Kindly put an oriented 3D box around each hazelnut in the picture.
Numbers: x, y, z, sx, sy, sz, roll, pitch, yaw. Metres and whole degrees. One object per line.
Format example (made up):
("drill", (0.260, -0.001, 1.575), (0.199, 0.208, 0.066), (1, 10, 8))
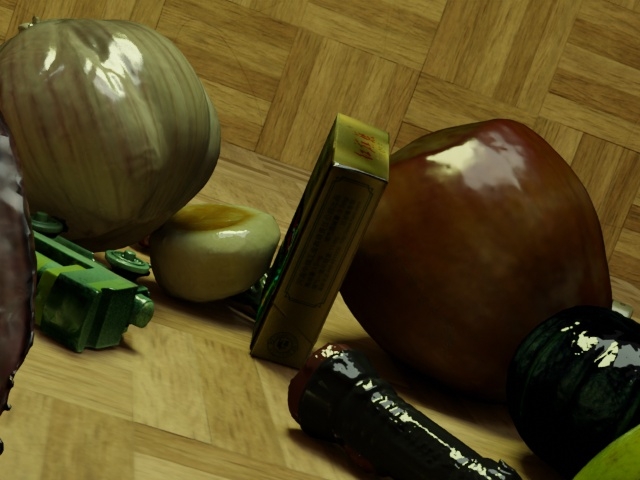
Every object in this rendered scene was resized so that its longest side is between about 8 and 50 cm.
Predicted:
("hazelnut", (0.186, 0.029, 1.622), (0.366, 0.366, 0.366), (20, 8, -3))

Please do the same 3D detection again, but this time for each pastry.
("pastry", (-0.122, 0.012, 1.552), (0.156, 0.092, 0.156), (-8, 24, 4))

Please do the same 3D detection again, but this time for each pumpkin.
("pumpkin", (0.325, 0.146, 1.373), (0.248, 0.248, 0.248), (20, 8, -3))

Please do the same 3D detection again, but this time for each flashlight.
("flashlight", (0.071, 0.177, 1.153), (0.093, 0.093, 0.232), (11, 18, -48))

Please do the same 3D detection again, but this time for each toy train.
("toy train", (-0.258, 0.031, 1.287), (0.200, 0.083, 0.132), (23, 12, 23))

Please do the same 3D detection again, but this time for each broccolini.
("broccolini", (-0.080, 0.073, 1.608), (0.091, 0.068, 0.202), (0, 34, -31))

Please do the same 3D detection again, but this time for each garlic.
("garlic", (-0.256, -0.121, 1.460), (0.259, 0.317, 0.317), (65, 20, 10))

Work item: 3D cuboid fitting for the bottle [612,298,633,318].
("bottle", (0.406, 0.121, 2.244), (0.209, 0.097, 0.110), (21, 25, 11))

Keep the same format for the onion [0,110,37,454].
("onion", (-0.302, 0.060, 0.672), (0.314, 0.280, 0.146), (-2, -22, -15))

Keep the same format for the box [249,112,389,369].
("box", (0.000, 0.000, 1.446), (0.071, 0.240, 0.159), (20, 23, -8))

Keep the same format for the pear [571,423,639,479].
("pear", (0.365, 0.215, 1.138), (0.288, 0.139, 0.239), (23, 30, 15))

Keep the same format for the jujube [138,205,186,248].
("jujube", (-0.192, -0.016, 1.770), (0.129, 0.077, 0.077), (19, 7, -46))
